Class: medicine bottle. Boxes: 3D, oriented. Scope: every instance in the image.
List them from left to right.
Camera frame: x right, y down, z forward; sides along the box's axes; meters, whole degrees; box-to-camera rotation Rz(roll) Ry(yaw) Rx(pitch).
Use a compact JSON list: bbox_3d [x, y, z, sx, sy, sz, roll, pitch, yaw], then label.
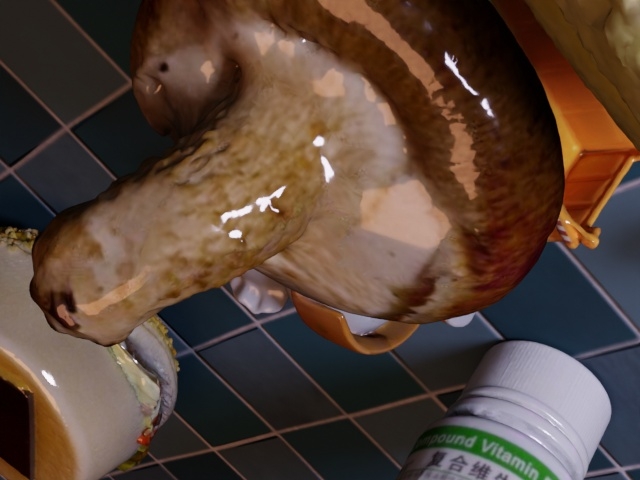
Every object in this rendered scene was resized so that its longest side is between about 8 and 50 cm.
[{"bbox_3d":[0.129,0.199,1.089,0.139,0.237,0.139,24,144,19],"label":"medicine bottle"}]

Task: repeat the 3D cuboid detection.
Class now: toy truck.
[{"bbox_3d":[0.090,-0.124,0.850,0.135,0.114,0.270,-3,131,47],"label":"toy truck"}]

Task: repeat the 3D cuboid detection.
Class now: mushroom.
[{"bbox_3d":[0.005,-0.042,0.764,0.267,0.254,0.267,14,168,3],"label":"mushroom"}]

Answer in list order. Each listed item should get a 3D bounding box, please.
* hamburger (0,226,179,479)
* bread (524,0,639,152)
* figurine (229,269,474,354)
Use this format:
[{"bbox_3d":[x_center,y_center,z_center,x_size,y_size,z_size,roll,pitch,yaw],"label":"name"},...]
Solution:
[{"bbox_3d":[-0.280,0.113,1.402,0.302,0.170,0.302,24,141,22],"label":"hamburger"},{"bbox_3d":[0.213,-0.115,0.591,0.320,0.320,0.237,43,122,-10],"label":"bread"},{"bbox_3d":[-0.003,-0.001,1.058,0.271,0.143,0.143,18,142,22],"label":"figurine"}]
